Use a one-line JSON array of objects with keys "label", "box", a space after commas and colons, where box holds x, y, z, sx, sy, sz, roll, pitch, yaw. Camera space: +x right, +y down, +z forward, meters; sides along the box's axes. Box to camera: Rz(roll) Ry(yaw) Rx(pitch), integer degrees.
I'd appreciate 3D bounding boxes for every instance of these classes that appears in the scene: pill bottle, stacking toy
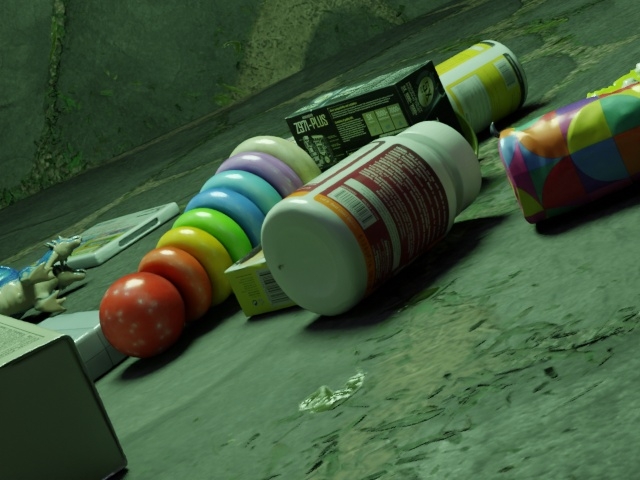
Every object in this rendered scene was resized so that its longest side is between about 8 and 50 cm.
[{"label": "pill bottle", "box": [0.170, -0.177, 1.845, 0.184, 0.103, 0.103, -31, 13, -26]}, {"label": "pill bottle", "box": [0.055, -0.028, 1.390, 0.121, 0.121, 0.221, -12, 17, 47]}, {"label": "stacking toy", "box": [-0.126, 0.013, 1.576, 0.141, 0.141, 0.330, -15, 19, 41]}]

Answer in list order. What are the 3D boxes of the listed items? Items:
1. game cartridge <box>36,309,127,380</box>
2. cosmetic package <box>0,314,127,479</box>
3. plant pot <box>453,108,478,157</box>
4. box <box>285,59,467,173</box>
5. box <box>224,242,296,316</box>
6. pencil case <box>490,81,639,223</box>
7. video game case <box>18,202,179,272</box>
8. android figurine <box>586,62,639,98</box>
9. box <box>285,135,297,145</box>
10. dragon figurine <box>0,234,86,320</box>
[{"label": "game cartridge", "box": [-0.340, 0.159, 1.547, 0.297, 0.062, 0.198, -33, 10, -34]}, {"label": "cosmetic package", "box": [-0.298, 0.159, 1.278, 0.153, 0.129, 0.296, -28, 12, -20]}, {"label": "plant pot", "box": [0.131, -0.107, 1.710, 0.079, 0.083, 0.083, -30, 5, 45]}, {"label": "box", "box": [0.070, -0.107, 1.641, 0.180, 0.147, 0.077, -13, 17, 45]}, {"label": "box", "box": [0.000, 0.000, 1.535, 0.087, 0.058, 0.232, -16, 14, 36]}, {"label": "pencil case", "box": [0.275, -0.096, 1.311, 0.236, 0.104, 0.104, -20, 13, 16]}, {"label": "video game case", "box": [-0.357, 0.005, 2.310, 0.212, 0.023, 0.193, -12, 17, 43]}, {"label": "android figurine", "box": [0.394, -0.169, 1.489, 0.273, 0.056, 0.248, -15, 15, 32]}, {"label": "box", "box": [-0.062, -0.089, 2.042, 0.201, 0.057, 0.293, -22, 12, 13]}, {"label": "dragon figurine", "box": [-0.441, 0.083, 1.990, 0.289, 0.085, 0.144, -29, 12, -19]}]
